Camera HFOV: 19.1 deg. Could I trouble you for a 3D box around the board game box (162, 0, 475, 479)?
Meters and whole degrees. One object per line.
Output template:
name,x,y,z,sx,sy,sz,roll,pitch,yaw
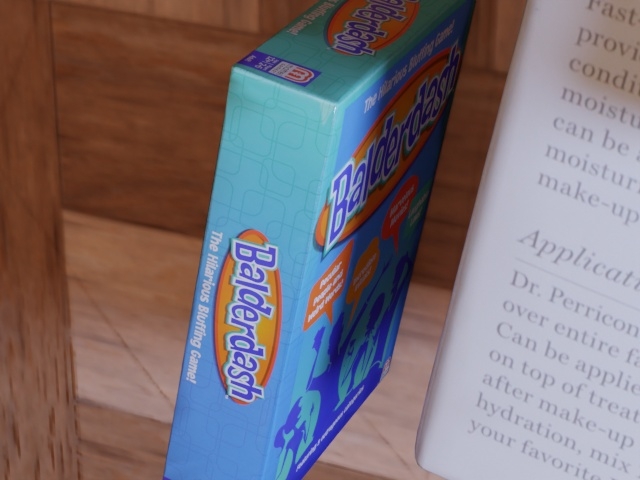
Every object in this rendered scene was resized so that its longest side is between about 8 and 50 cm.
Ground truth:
board game box,0.000,0.000,0.796,0.047,0.160,0.210,21,122,16

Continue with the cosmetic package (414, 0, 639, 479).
cosmetic package,0.200,-0.088,0.634,0.230,0.161,0.453,23,127,15
